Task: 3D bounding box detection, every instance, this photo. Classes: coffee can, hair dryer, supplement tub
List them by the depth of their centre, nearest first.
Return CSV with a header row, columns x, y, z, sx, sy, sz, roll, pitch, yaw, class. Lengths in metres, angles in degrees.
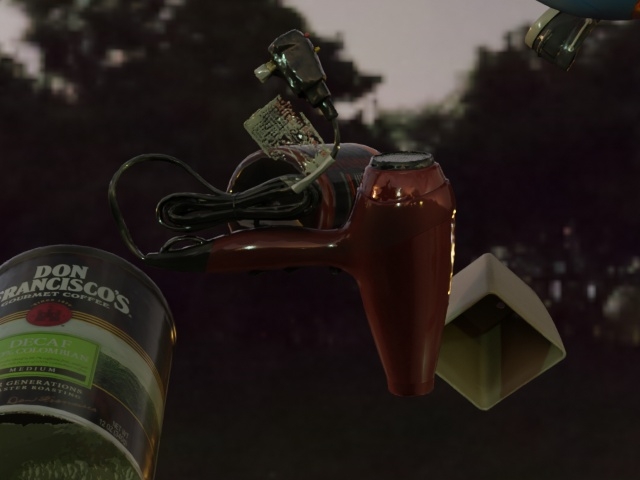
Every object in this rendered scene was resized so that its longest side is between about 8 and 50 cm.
x,y,z,sx,sy,sz,roll,pitch,yaw,class
0.000,0.000,1.216,0.223,0.293,0.080,-41,2,21,hair dryer
-0.240,0.157,1.399,0.201,0.201,0.275,1,29,-1,coffee can
0.007,-0.035,1.403,0.106,0.106,0.198,-1,3,31,supplement tub

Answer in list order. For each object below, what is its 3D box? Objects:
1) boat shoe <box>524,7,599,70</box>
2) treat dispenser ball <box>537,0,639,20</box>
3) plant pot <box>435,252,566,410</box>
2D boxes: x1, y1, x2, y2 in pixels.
x,y,z,sx,sy,sz,roll,pitch,yaw,class
0.326,-0.267,1.748,0.206,0.065,0.075,-39,-19,-8,boat shoe
0.254,-0.329,1.306,0.288,0.288,0.288,0,-3,0,treat dispenser ball
0.161,0.078,1.514,0.109,0.096,0.109,39,-60,-23,plant pot
